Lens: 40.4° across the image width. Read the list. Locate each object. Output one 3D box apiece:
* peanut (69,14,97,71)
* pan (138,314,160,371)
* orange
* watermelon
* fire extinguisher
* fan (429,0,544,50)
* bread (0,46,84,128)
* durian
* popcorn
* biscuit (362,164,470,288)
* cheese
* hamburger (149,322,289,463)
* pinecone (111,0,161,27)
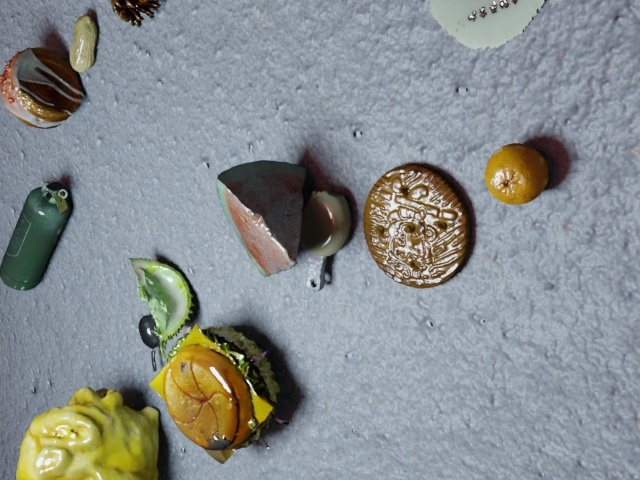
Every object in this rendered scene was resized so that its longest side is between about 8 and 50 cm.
[{"bbox_3d":[-0.464,-0.386,1.704,0.054,0.054,0.113,29,115,33],"label":"peanut"},{"bbox_3d":[-0.333,0.205,1.745,0.068,0.023,0.115,-3,95,40],"label":"pan"},{"bbox_3d":[0.257,-0.088,1.143,0.083,0.070,0.083,12,111,35],"label":"orange"},{"bbox_3d":[-0.097,-0.014,1.366,0.136,0.202,0.207,5,118,0],"label":"watermelon"},{"bbox_3d":[-0.610,-0.021,1.876,0.095,0.114,0.311,33,122,-3],"label":"fire extinguisher"},{"bbox_3d":[0.201,-0.419,1.152,0.190,0.009,0.329,-15,93,43],"label":"fan"},{"bbox_3d":[-0.557,-0.303,1.732,0.073,0.160,0.161,-29,81,44],"label":"bread"},{"bbox_3d":[-0.298,0.124,1.645,0.086,0.100,0.215,-46,61,41],"label":"durian"},{"bbox_3d":[-0.450,0.452,1.725,0.281,0.297,0.316,14,77,53],"label":"popcorn"},{"bbox_3d":[0.137,-0.019,1.290,0.187,0.027,0.188,12,108,38],"label":"biscuit"},{"bbox_3d":[-0.005,-0.004,1.401,0.092,0.047,0.171,41,124,28],"label":"cheese"},{"bbox_3d":[-0.170,0.264,1.541,0.262,0.138,0.243,53,129,12],"label":"hamburger"},{"bbox_3d":[-0.327,-0.440,1.542,0.102,0.102,0.109,51,124,19],"label":"pinecone"}]
